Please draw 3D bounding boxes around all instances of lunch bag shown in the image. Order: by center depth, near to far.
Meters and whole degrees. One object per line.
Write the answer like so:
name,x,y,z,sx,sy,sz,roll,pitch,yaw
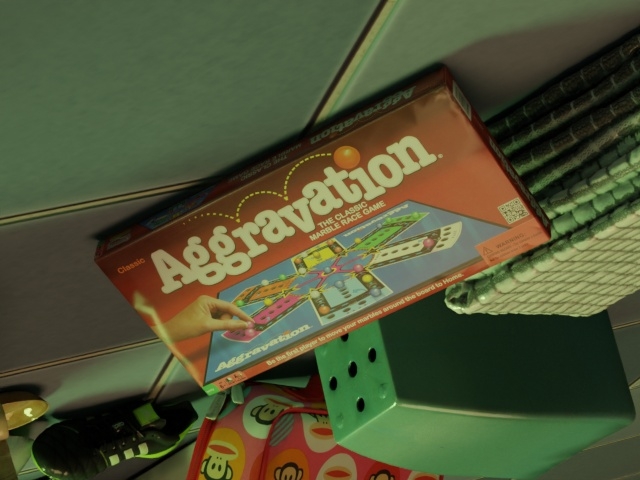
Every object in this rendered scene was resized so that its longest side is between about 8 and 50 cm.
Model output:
lunch bag,-0.002,0.242,1.864,0.120,0.258,0.293,14,179,40

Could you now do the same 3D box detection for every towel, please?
towel,0.234,-0.052,1.404,0.284,0.121,0.235,-32,160,30

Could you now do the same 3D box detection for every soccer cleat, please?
soccer cleat,-0.187,0.175,1.749,0.179,0.060,0.072,-7,150,-51

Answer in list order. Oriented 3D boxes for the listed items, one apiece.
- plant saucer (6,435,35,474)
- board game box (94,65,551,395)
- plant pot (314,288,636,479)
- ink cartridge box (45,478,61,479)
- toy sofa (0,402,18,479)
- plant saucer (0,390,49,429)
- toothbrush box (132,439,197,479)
plant saucer,-0.344,0.218,1.711,0.195,0.037,0.195,-15,165,-4
board game box,0.000,0.000,1.319,0.281,0.027,0.145,-26,119,21
plant pot,0.124,0.113,1.723,0.234,0.165,0.165,3,153,-33
ink cartridge box,-0.260,0.419,1.975,0.131,0.306,0.226,-18,162,-1
toy sofa,-0.320,0.198,1.434,0.150,0.177,0.362,-11,157,-18
plant saucer,-0.271,0.145,1.627,0.083,0.015,0.083,-17,162,-6
toothbrush box,-0.048,0.278,2.085,0.283,0.122,0.206,3,152,-46
